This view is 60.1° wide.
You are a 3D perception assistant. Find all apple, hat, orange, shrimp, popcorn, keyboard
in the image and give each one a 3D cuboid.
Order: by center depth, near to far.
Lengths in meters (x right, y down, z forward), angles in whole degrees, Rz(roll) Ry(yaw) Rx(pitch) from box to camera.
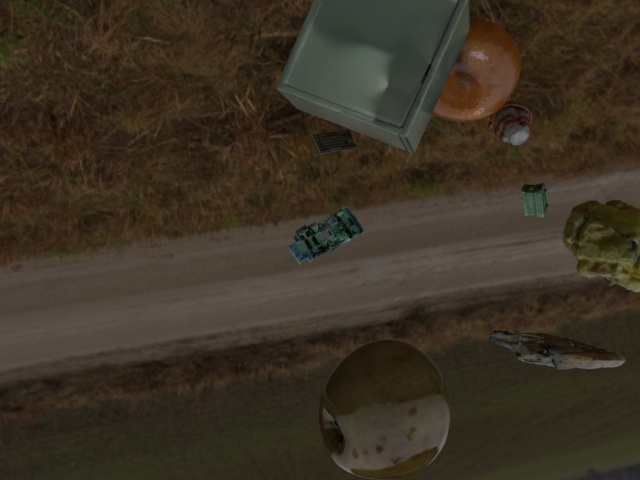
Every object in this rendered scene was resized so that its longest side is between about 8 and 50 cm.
[{"bbox_3d":[0.445,0.210,1.019,0.255,0.059,0.145,12,178,-21],"label":"shrimp"},{"bbox_3d":[0.116,0.325,1.070,0.234,0.256,0.256,-9,154,-22],"label":"apple"},{"bbox_3d":[0.309,-0.374,1.207,0.240,0.171,0.240,12,140,10],"label":"orange"},{"bbox_3d":[0.033,-0.223,1.250,0.129,0.049,0.015,-17,166,-45],"label":"keyboard"},{"bbox_3d":[0.478,-0.277,1.375,0.112,0.162,0.093,-19,124,19],"label":"hat"},{"bbox_3d":[0.821,0.009,1.540,0.215,0.286,0.252,37,84,-46],"label":"popcorn"}]

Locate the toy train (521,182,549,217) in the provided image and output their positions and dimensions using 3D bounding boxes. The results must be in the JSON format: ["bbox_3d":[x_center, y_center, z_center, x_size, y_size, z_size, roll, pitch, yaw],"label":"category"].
[{"bbox_3d":[0.523,-0.099,1.349,0.056,0.038,0.093,6,137,33],"label":"toy train"}]

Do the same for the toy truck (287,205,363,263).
[{"bbox_3d":[0.000,0.000,1.028,0.175,0.067,0.081,-30,173,-47],"label":"toy truck"}]

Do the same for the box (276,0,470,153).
[{"bbox_3d":[0.087,-0.291,0.883,0.225,0.224,0.117,25,-177,16],"label":"box"}]
